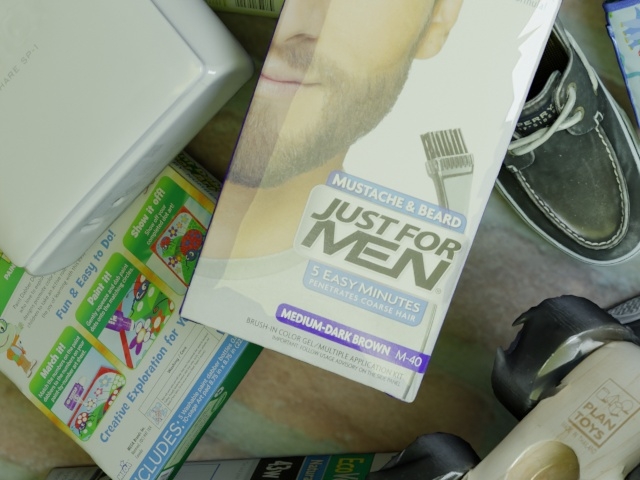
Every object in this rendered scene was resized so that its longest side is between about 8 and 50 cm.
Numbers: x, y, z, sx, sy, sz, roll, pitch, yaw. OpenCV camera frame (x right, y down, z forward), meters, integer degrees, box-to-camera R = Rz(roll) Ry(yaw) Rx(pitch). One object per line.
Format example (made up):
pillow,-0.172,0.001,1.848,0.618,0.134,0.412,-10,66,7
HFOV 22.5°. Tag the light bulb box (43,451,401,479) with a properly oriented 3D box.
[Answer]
light bulb box,-0.066,0.387,1.383,0.361,0.225,0.358,-4,105,9

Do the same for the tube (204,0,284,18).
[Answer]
tube,-0.122,-0.225,1.297,0.240,0.070,0.062,9,151,11

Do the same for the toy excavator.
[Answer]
toy excavator,0.310,0.227,1.213,0.433,0.222,0.445,-44,128,-3

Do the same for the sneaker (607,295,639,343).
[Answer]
sneaker,0.314,0.114,1.322,0.268,0.101,0.153,-25,105,18

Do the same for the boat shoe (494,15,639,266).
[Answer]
boat shoe,0.155,-0.113,1.258,0.121,0.119,0.335,-32,100,15

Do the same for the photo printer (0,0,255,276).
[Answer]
photo printer,-0.230,-0.166,1.259,0.256,0.107,0.307,-43,78,23

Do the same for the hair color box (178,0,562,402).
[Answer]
hair color box,0.041,-0.076,1.164,0.185,0.110,0.339,20,100,4

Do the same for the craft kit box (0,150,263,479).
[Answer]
craft kit box,-0.164,0.044,1.338,0.246,0.061,0.250,40,109,14

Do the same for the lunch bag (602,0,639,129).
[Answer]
lunch bag,0.305,-0.148,1.242,0.151,0.096,0.129,-20,104,3
